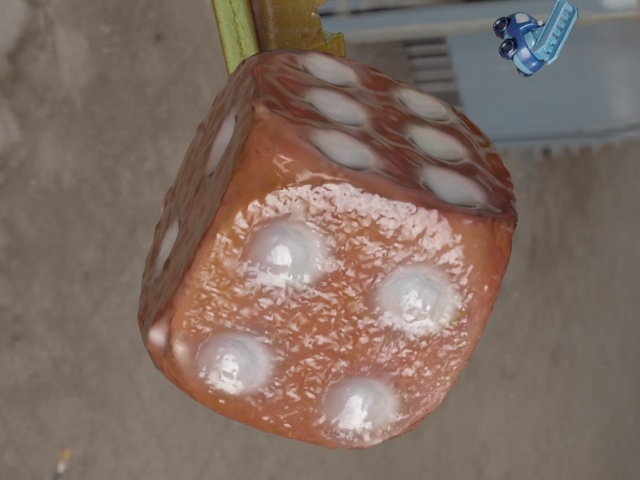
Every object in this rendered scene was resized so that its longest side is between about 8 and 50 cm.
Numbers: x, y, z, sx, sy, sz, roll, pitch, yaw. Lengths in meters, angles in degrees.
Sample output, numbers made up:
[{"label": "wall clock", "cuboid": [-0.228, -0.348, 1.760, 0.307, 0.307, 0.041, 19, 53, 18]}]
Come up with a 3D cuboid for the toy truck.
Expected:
[{"label": "toy truck", "cuboid": [0.244, -0.231, 1.591, 0.056, 0.090, 0.073, 35, 35, -42]}]

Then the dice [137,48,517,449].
[{"label": "dice", "cuboid": [0.000, 0.000, 0.839, 0.175, 0.174, 0.179, -90, -157, -55]}]

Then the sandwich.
[{"label": "sandwich", "cuboid": [-0.040, -0.193, 1.281, 0.088, 0.090, 0.244, -34, 135, -23]}]
